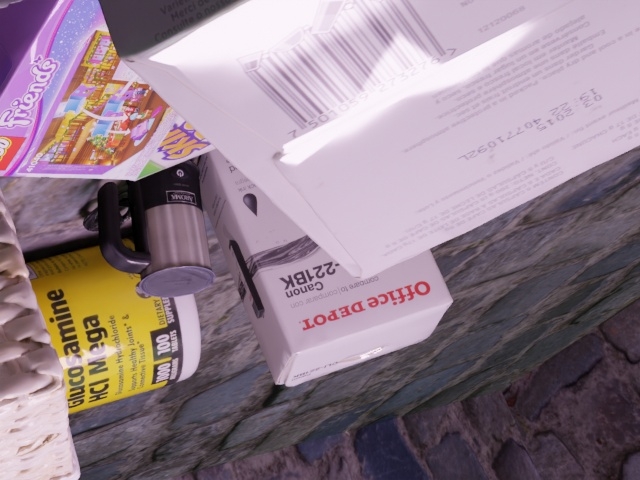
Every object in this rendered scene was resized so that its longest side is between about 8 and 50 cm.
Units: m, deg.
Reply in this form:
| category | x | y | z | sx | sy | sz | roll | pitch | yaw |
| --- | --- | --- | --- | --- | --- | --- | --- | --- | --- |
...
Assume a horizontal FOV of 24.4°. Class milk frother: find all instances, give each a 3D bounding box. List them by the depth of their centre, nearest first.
| category | x | y | z | sx | sy | sz | roll | pitch | yaw |
| --- | --- | --- | --- | --- | --- | --- | --- | --- | --- |
| milk frother | -0.193 | 0.000 | 1.644 | 0.129 | 0.135 | 0.143 | -2 | 155 | -16 |

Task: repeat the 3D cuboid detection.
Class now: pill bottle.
| category | x | y | z | sx | sy | sz | roll | pitch | yaw |
| --- | --- | --- | --- | --- | --- | --- | --- | --- | --- |
| pill bottle | -0.325 | 0.117 | 1.742 | 0.334 | 0.188 | 0.188 | -15 | 161 | -23 |

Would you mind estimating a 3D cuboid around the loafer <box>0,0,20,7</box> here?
| category | x | y | z | sx | sy | sz | roll | pitch | yaw |
| --- | --- | --- | --- | --- | --- | --- | --- | --- | --- |
| loafer | -0.207 | -0.166 | 0.819 | 0.109 | 0.095 | 0.302 | -36 | 160 | 27 |

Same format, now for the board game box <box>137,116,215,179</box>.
| category | x | y | z | sx | sy | sz | roll | pitch | yaw |
| --- | --- | --- | --- | --- | --- | --- | --- | --- | --- |
| board game box | -0.113 | -0.133 | 1.535 | 0.259 | 0.039 | 0.124 | -20 | 162 | -1 |

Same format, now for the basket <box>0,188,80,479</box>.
| category | x | y | z | sx | sy | sz | roll | pitch | yaw |
| --- | --- | --- | --- | --- | --- | --- | --- | --- | --- |
| basket | -0.421 | 0.092 | 1.340 | 0.331 | 0.328 | 0.266 | -17 | 158 | -16 |

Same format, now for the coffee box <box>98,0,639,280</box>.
| category | x | y | z | sx | sy | sz | roll | pitch | yaw |
| --- | --- | --- | --- | --- | --- | --- | --- | --- | --- |
| coffee box | 0.057 | -0.236 | 0.867 | 0.337 | 0.334 | 0.338 | -27 | 153 | 11 |

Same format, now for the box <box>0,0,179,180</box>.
| category | x | y | z | sx | sy | sz | roll | pitch | yaw |
| --- | --- | --- | --- | --- | --- | --- | --- | --- | --- |
| box | -0.163 | -0.172 | 1.189 | 0.201 | 0.057 | 0.293 | -1 | 136 | -51 |

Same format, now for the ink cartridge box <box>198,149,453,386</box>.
| category | x | y | z | sx | sy | sz | roll | pitch | yaw |
| --- | --- | --- | --- | --- | --- | --- | --- | --- | --- |
| ink cartridge box | 0.000 | 0.000 | 1.659 | 0.197 | 0.273 | 0.114 | -17 | 162 | -18 |
